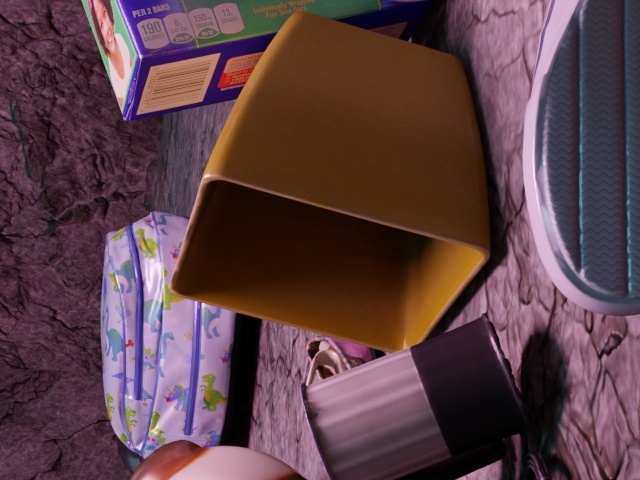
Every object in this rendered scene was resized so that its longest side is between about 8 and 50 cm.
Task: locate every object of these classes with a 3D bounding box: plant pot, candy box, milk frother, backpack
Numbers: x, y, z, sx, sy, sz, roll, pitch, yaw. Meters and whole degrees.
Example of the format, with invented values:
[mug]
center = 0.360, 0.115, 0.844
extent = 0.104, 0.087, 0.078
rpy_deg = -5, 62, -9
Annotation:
[plant pot]
center = 0.015, -0.054, 1.105
extent = 0.212, 0.212, 0.187
rpy_deg = 117, 166, -62
[candy box]
center = -0.089, -0.289, 1.204
extent = 0.317, 0.268, 0.122
rpy_deg = 67, 157, 18
[milk frother]
center = 0.075, 0.141, 0.897
extent = 0.143, 0.135, 0.129
rpy_deg = -104, -10, -61
[backpack]
center = -0.204, 0.135, 1.974
extent = 0.290, 0.273, 0.355
rpy_deg = -100, 30, -68

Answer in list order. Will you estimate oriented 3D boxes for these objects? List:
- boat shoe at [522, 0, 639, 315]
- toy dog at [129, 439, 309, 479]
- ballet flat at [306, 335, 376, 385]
[boat shoe]
center = 0.163, -0.104, 0.703
extent = 0.094, 0.109, 0.302
rpy_deg = 82, -163, -75
[toy dog]
center = -0.096, 0.402, 1.407
extent = 0.395, 0.285, 0.407
rpy_deg = -41, -34, -53
[ballet flat]
center = 0.027, 0.146, 1.238
extent = 0.221, 0.079, 0.076
rpy_deg = -115, 32, -65
